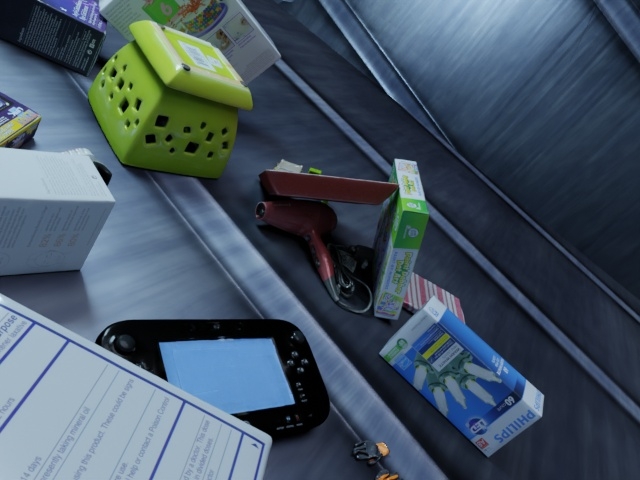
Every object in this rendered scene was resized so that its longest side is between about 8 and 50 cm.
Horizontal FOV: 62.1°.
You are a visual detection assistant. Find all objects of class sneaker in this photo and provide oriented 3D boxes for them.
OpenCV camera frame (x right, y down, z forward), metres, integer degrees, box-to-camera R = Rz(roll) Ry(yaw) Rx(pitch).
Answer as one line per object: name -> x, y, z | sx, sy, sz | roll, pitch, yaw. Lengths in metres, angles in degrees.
sneaker -> -0.372, -0.091, 0.791 | 0.075, 0.063, 0.170 | 31, 22, 1

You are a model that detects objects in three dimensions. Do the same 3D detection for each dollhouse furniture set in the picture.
dollhouse furniture set -> -0.045, -0.142, 1.314 | 0.152, 0.058, 0.076 | 18, 35, 4

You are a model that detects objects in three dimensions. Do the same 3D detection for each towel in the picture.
towel -> 0.248, 0.143, 1.223 | 0.197, 0.029, 0.144 | 30, 28, -10

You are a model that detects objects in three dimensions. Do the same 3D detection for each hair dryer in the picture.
hair dryer -> 0.000, 0.000, 1.084 | 0.294, 0.080, 0.223 | 33, 28, -9

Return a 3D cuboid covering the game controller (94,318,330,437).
game controller -> -0.121, 0.177, 0.677 | 0.319, 0.067, 0.166 | 7, 40, -44

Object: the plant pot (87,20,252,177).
plant pot -> -0.282, -0.277, 1.036 | 0.227, 0.207, 0.228 | 3, 44, -49

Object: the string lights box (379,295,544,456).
string lights box -> 0.250, 0.240, 0.954 | 0.260, 0.133, 0.077 | 43, 27, 10

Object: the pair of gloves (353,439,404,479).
pair of gloves -> 0.084, 0.323, 0.759 | 0.074, 0.010, 0.083 | 10, 37, -42

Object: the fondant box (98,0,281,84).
fondant box -> -0.283, -0.476, 1.196 | 0.330, 0.238, 0.096 | 43, 18, -44

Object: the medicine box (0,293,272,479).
medicine box -> -0.212, 0.225, 0.391 | 0.289, 0.149, 0.263 | 32, 30, -11

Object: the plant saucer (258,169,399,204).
plant saucer -> 0.003, -0.107, 1.113 | 0.259, 0.047, 0.259 | 5, 3, -10

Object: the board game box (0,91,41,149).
board game box -> -0.515, -0.174, 0.767 | 0.141, 0.048, 0.170 | 32, 27, -16

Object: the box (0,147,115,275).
box -> -0.364, -0.033, 0.640 | 0.170, 0.130, 0.091 | -2, 47, -52

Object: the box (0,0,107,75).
box -> -0.556, -0.456, 1.089 | 0.207, 0.108, 0.153 | 20, 33, -32

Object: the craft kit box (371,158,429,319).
craft kit box -> 0.158, -0.008, 1.107 | 0.061, 0.249, 0.246 | 8, 30, -4
